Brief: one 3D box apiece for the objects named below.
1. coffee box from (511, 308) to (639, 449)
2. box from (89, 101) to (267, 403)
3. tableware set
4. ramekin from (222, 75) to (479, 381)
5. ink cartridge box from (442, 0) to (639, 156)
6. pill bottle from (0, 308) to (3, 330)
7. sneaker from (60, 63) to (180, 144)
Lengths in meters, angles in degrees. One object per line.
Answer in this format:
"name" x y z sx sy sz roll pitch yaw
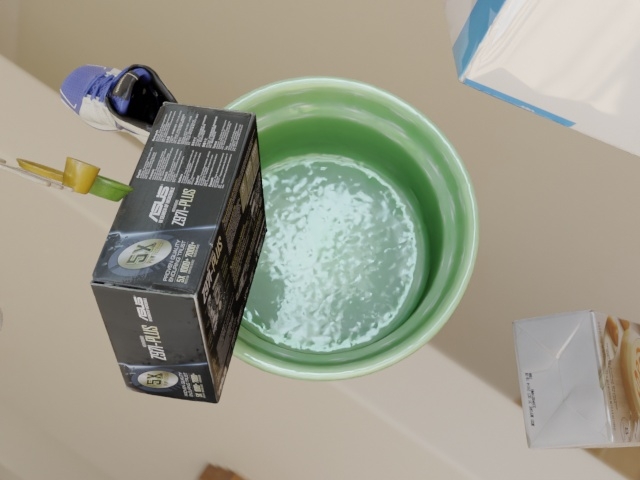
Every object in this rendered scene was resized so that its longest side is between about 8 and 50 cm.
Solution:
"coffee box" 0.321 0.164 1.105 0.098 0.141 0.246 -14 -17 34
"box" -0.101 0.010 0.752 0.147 0.077 0.180 88 -168 -52
"tableware set" -0.203 -0.061 0.646 0.104 0.154 0.024 15 -85 -67
"ramekin" 0.000 0.000 0.996 0.303 0.303 0.148 -55 -7 -13
"ink cartridge box" 0.110 -0.118 0.405 0.143 0.092 0.090 -89 22 -53
"pill bottle" -0.327 -0.002 0.756 0.121 0.121 0.216 -53 -35 -40
"sneaker" -0.334 -0.253 1.702 0.127 0.315 0.182 -54 -25 -14
